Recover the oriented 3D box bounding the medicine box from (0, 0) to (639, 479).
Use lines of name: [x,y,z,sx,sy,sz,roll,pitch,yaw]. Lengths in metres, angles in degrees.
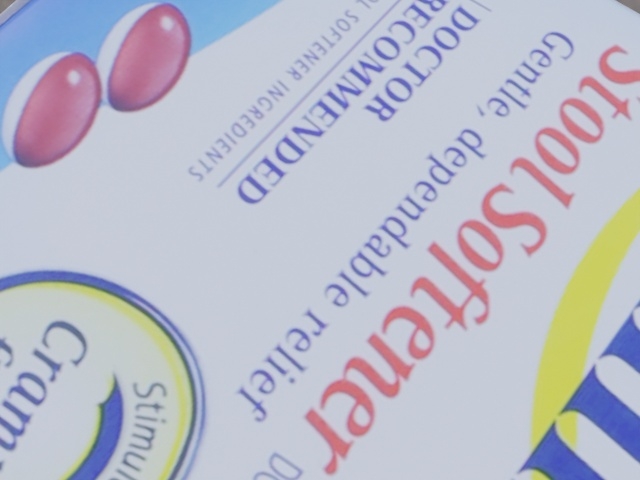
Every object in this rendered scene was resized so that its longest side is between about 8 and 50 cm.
medicine box: [0.015,0.059,0.422,0.289,0.149,0.263,32,60,16]
